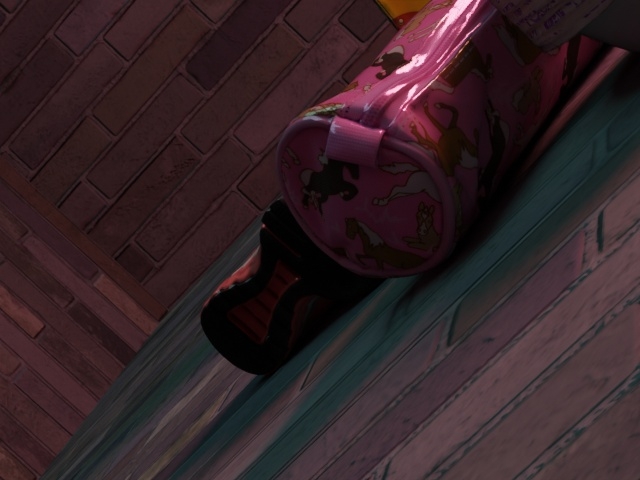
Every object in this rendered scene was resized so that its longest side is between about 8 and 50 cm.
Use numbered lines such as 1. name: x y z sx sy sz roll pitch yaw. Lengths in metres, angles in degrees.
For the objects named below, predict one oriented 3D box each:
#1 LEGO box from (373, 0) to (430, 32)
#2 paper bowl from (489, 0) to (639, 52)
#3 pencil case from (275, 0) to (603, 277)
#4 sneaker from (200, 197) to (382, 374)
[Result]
1. LEGO box: 0.213 -0.516 1.990 0.500 0.372 0.193 -39 -2 24
2. paper bowl: 0.245 -0.246 1.161 0.284 0.148 0.284 -47 5 6
3. pencil case: 0.118 -0.135 1.313 0.160 0.167 0.386 -13 30 47
4. sneaker: -0.001 0.000 1.530 0.314 0.116 0.136 -43 5 46
